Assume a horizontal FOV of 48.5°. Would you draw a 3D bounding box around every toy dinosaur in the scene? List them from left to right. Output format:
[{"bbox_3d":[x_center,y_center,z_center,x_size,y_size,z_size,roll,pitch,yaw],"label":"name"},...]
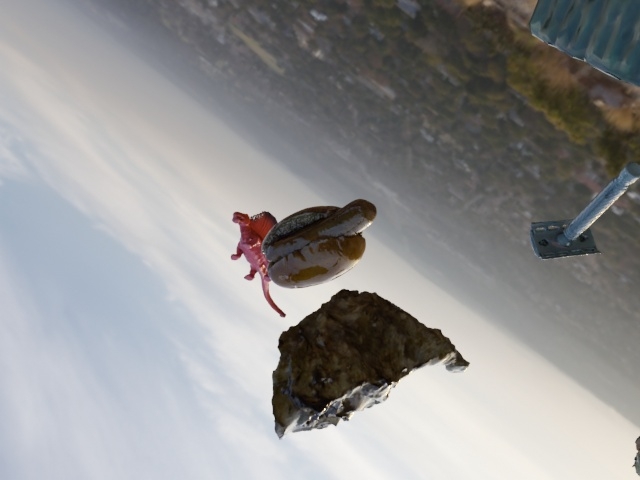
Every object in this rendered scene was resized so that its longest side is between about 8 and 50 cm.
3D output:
[{"bbox_3d":[-0.117,0.029,1.563,0.070,0.138,0.286,-1,135,30],"label":"toy dinosaur"}]

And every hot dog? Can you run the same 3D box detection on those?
[{"bbox_3d":[0.000,0.002,0.794,0.060,0.140,0.089,54,-154,-62],"label":"hot dog"}]

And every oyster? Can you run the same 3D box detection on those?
[{"bbox_3d":[0.075,0.176,1.151,0.111,0.396,0.204,-16,89,55],"label":"oyster"}]

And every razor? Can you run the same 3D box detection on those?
[{"bbox_3d":[0.410,-0.048,1.060,0.232,0.106,0.068,107,154,-62],"label":"razor"}]

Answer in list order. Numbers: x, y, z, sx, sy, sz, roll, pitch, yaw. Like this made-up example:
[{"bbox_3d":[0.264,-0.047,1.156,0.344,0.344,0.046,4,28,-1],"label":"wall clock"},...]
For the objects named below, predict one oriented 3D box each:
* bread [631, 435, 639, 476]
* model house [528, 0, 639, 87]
[{"bbox_3d":[0.810,0.477,1.584,0.169,0.160,0.140,12,118,49],"label":"bread"},{"bbox_3d":[0.294,-0.269,0.376,0.343,0.381,0.334,19,-154,14],"label":"model house"}]
